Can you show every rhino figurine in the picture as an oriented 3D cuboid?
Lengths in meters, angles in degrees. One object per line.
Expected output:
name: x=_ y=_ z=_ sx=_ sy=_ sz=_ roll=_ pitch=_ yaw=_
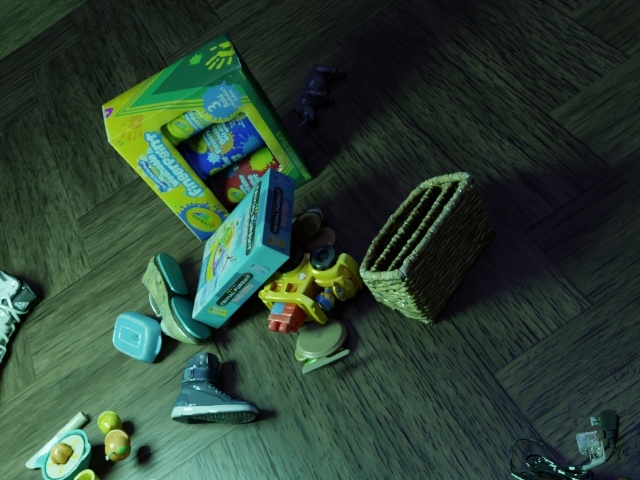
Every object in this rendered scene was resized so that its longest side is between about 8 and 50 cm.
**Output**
rhino figurine: x=-0.019 y=-0.425 z=2.253 sx=0.106 sy=0.073 sz=0.243 roll=9 pitch=62 yaw=28

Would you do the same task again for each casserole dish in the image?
casserole dish: x=-0.477 y=0.247 z=1.971 sx=0.188 sy=0.037 sz=0.114 roll=13 pitch=93 yaw=41

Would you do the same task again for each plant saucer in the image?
plant saucer: x=0.000 y=0.000 z=1.959 sx=0.083 sy=0.013 sz=0.083 roll=-14 pitch=51 yaw=18

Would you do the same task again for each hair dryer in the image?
hair dryer: x=0.464 y=0.459 z=1.342 sx=0.224 sy=0.080 sz=0.293 roll=-31 pitch=40 yaw=26

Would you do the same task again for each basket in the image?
basket: x=0.213 y=-0.009 z=1.711 sx=0.213 sy=0.223 sz=0.299 roll=25 pitch=71 yaw=39

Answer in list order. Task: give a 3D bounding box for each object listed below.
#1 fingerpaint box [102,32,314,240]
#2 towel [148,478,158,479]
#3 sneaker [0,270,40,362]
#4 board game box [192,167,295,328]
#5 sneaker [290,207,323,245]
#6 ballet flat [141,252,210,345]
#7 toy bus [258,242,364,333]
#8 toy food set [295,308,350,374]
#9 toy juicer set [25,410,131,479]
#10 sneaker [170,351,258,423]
fingerpaint box: x=-0.280 y=-0.250 z=2.006 sx=0.371 sy=0.445 sz=0.163 roll=-28 pitch=48 yaw=6
towel: x=-0.461 y=0.716 z=1.636 sx=0.332 sy=0.053 sz=0.317 roll=-26 pitch=47 yaw=8
sneaker: x=-0.929 y=0.241 z=2.166 sx=0.257 sy=0.169 sz=0.447 roll=-33 pitch=45 yaw=4
board game box: x=-0.188 y=0.021 z=1.869 sx=0.336 sy=0.079 sz=0.253 roll=-45 pitch=30 yaw=39
sneaker: x=-0.070 y=-0.020 z=1.985 sx=0.185 sy=0.069 sz=0.084 roll=-29 pitch=15 yaw=20
ballet flat: x=-0.378 y=0.175 z=1.975 sx=0.123 sy=0.123 sz=0.348 roll=-35 pitch=48 yaw=0
toy bus: x=-0.031 y=0.128 z=1.782 sx=0.220 sy=0.149 sz=0.211 roll=1 pitch=55 yaw=28
toy food set: x=0.001 y=0.233 z=1.771 sx=0.132 sy=0.038 sz=0.192 roll=-23 pitch=35 yaw=2
toy juicer set: x=-0.579 y=0.483 z=1.825 sx=0.329 sy=0.089 sz=0.209 roll=7 pitch=56 yaw=44
sneaker: x=-0.235 y=0.338 z=1.778 sx=0.226 sy=0.086 sz=0.163 roll=-5 pitch=56 yaw=26
